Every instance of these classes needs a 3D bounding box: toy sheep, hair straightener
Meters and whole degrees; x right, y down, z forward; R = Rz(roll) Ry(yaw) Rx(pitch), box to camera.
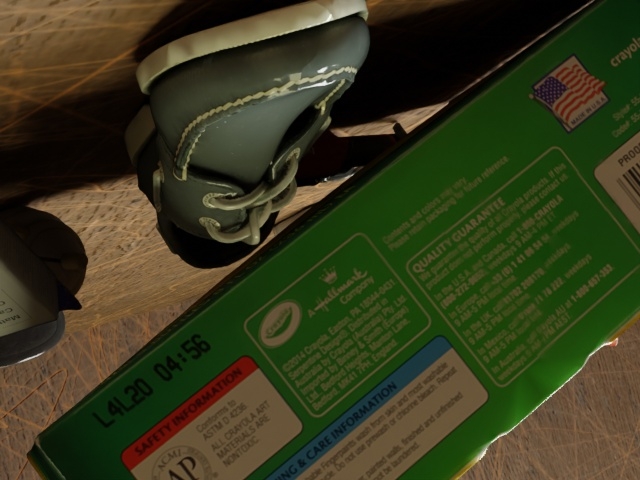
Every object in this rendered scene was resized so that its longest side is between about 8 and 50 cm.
[{"bbox_3d":[-0.217,0.016,0.996,0.132,0.091,0.091,5,-168,42],"label":"toy sheep"},{"bbox_3d":[-0.009,-0.067,1.067,0.089,0.047,0.230,-19,180,38],"label":"hair straightener"}]

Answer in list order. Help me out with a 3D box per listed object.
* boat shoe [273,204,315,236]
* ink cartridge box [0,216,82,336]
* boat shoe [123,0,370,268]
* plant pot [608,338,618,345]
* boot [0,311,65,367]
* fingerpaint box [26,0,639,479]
[{"bbox_3d":[0.000,0.000,1.743,0.080,0.076,0.228,-15,176,-20],"label":"boat shoe"},{"bbox_3d":[-0.277,0.043,0.804,0.223,0.045,0.224,-17,153,5],"label":"ink cartridge box"},{"bbox_3d":[-0.036,-0.047,0.713,0.116,0.099,0.319,-16,177,-16],"label":"boat shoe"},{"bbox_3d":[0.253,0.011,1.829,0.236,0.267,0.267,-4,177,3],"label":"plant pot"},{"bbox_3d":[-0.426,0.115,1.465,0.264,0.096,0.280,-15,177,-23],"label":"boot"},{"bbox_3d":[0.032,0.053,0.884,0.445,0.163,0.371,-38,180,-15],"label":"fingerpaint box"}]
